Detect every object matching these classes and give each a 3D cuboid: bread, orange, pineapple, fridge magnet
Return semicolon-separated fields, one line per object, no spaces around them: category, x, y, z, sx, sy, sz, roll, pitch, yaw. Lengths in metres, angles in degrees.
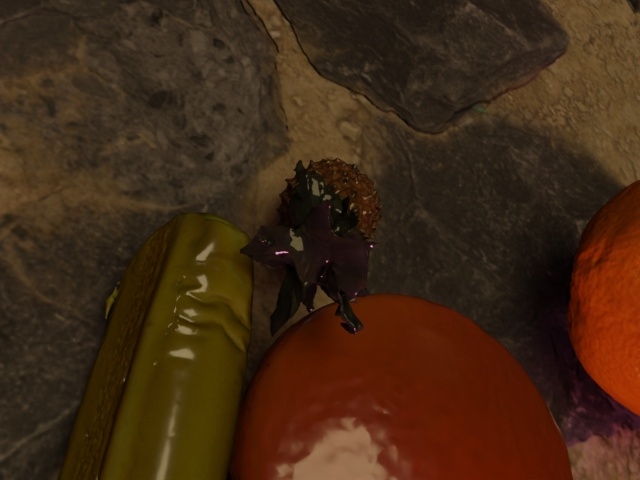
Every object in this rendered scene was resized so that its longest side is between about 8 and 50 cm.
bread;-0.131;0.156;0.672;0.112;0.166;0.383;27;54;-28
orange;0.435;0.067;0.949;0.312;0.312;0.312;13;60;-23
pineapple;0.000;0.000;0.780;0.119;0.130;0.277;27;14;-2
fridge magnet;0.082;0.224;0.757;0.363;0.155;0.364;13;60;-24
